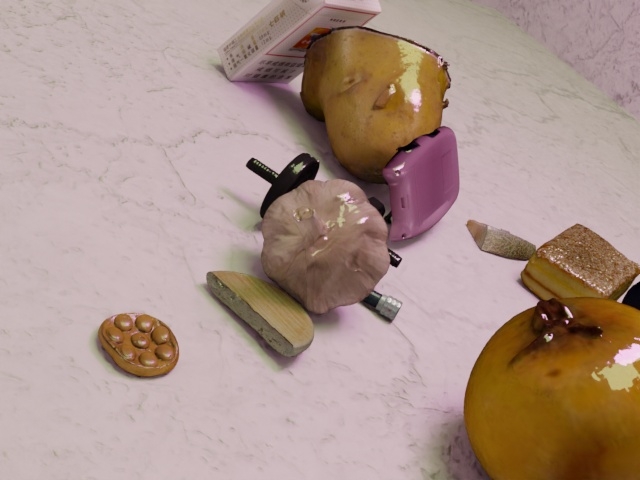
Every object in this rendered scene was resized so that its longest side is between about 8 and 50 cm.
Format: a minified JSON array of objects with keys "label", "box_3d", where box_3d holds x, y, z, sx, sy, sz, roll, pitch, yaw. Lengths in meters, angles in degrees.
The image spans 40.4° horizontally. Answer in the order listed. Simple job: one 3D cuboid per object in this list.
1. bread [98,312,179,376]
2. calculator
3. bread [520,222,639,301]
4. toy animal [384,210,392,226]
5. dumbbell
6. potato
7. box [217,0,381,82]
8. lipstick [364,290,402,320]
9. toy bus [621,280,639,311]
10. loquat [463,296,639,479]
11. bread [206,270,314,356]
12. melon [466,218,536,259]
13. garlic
[{"label":"bread","box_3d":[-0.234,0.132,1.125,0.110,0.024,0.110,21,29,-12]},{"label":"calculator","box_3d":[0.217,-0.118,1.741,0.043,0.194,0.294,6,26,34]},{"label":"bread","box_3d":[0.547,0.071,1.839,0.184,0.110,0.234,38,34,24]},{"label":"toy animal","box_3d":[0.183,-0.065,1.789,0.047,0.065,0.136,40,29,19]},{"label":"dumbbell","box_3d":[0.004,-0.051,1.518,0.325,0.143,0.143,35,29,12]},{"label":"potato","box_3d":[0.081,-0.269,1.895,0.397,0.296,0.290,6,-26,32]},{"label":"box","box_3d":[-0.049,-0.479,1.985,0.210,0.330,0.095,-10,76,-49]},{"label":"lipstick","box_3d":[0.081,0.092,1.470,0.116,0.037,0.037,30,28,10]},{"label":"toy bus","box_3d":[0.760,0.208,1.796,0.147,0.127,0.302,16,29,-33]},{"label":"loquat","box_3d":[0.373,0.250,1.209,0.328,0.329,0.359,-58,131,-62]},{"label":"bread","box_3d":[-0.077,0.106,1.303,0.193,0.036,0.112,39,25,26]},{"label":"melon","box_3d":[0.415,0.005,1.917,0.182,0.054,0.098,19,14,-18]},{"label":"garlic","box_3d":[0.000,0.000,1.329,0.219,0.218,0.212,36,-5,13]}]
